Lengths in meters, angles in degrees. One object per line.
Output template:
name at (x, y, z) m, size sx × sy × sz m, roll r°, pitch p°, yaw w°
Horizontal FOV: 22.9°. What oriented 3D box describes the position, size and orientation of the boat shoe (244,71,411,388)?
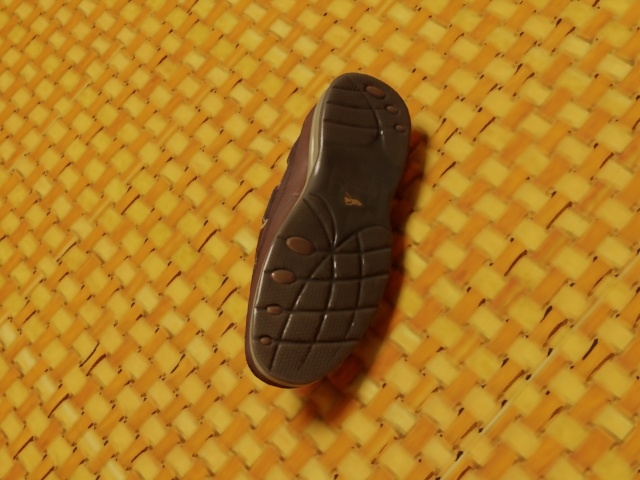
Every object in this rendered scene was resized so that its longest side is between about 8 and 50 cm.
boat shoe at (0.000, 0.000, 0.808) m, size 0.060 × 0.064 × 0.178 m, roll -40°, pitch 30°, yaw 57°
